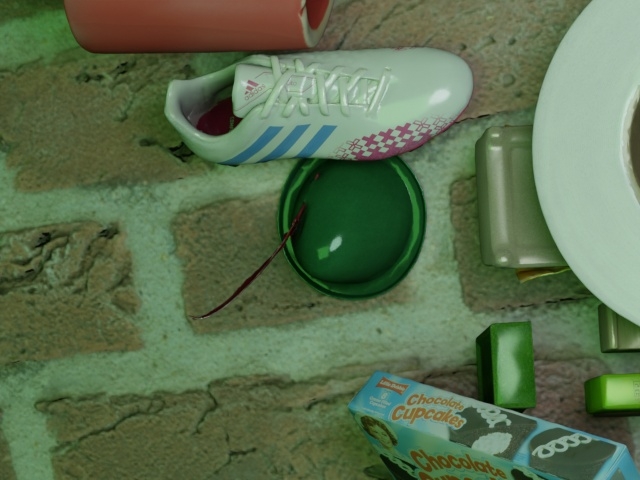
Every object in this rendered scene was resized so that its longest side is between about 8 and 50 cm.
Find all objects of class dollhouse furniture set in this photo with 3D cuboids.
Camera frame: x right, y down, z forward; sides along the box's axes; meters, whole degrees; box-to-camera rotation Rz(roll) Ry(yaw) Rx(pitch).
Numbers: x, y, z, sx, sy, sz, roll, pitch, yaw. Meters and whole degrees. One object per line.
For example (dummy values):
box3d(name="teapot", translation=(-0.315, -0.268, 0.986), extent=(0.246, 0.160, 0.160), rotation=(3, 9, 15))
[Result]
box3d(name="dollhouse furniture set", translation=(0.261, 0.033, 1.669), extent=(0.197, 0.151, 0.302), rotation=(-2, 79, 1))

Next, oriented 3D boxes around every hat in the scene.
box3d(name="hat", translation=(0.000, 0.000, 1.696), extent=(0.173, 0.183, 0.209), rotation=(21, 104, 17))

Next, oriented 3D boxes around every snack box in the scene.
box3d(name="snack box", translation=(0.190, 0.241, 1.606), extent=(0.322, 0.060, 0.187), rotation=(13, 144, 45))

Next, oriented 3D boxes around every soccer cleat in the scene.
box3d(name="soccer cleat", translation=(-0.009, -0.144, 1.688), extent=(0.331, 0.143, 0.116), rotation=(-9, 69, 22))

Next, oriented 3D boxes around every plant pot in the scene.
box3d(name="plant pot", translation=(-0.109, -0.312, 1.669), extent=(0.243, 0.275, 0.275), rotation=(10, 101, 9))

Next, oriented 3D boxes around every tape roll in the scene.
box3d(name="tape roll", translation=(0.390, -0.089, 1.500), extent=(0.392, 0.072, 0.392), rotation=(-1, 87, 24))
